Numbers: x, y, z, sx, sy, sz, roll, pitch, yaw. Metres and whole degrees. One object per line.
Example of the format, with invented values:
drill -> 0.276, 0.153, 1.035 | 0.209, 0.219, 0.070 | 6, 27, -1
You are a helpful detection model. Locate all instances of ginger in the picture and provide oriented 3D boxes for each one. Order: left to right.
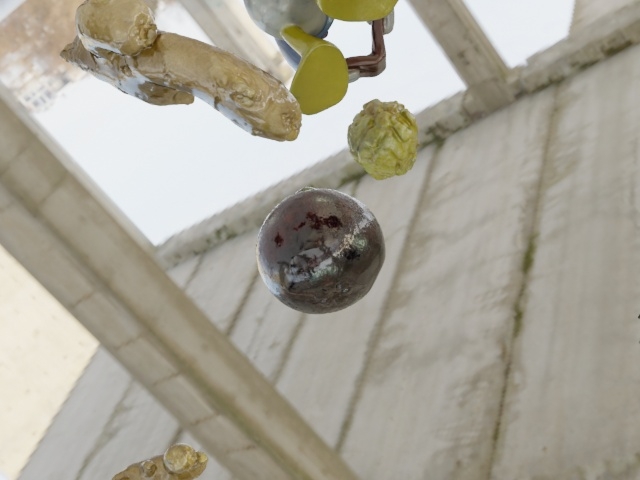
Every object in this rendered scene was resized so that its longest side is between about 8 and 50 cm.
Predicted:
ginger -> -0.234, 0.325, 1.283 | 0.176, 0.052, 0.193 | -23, 164, -11
ginger -> -0.112, -0.135, 0.771 | 0.133, 0.214, 0.059 | 129, -15, -75

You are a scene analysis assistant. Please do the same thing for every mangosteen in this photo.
mangosteen -> -0.003, 0.004, 1.552 | 0.216, 0.216, 0.216 | -33, -157, 16

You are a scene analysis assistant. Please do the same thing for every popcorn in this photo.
popcorn -> 0.095, -0.144, 1.360 | 0.121, 0.106, 0.116 | -10, -141, 56

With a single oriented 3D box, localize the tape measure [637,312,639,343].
tape measure -> 0.492, 0.184, 1.208 | 0.112, 0.186, 0.199 | -34, -152, 25

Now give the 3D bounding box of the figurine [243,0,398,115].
figurine -> -0.008, -0.314, 1.225 | 0.204, 0.283, 0.338 | -52, -128, 17
